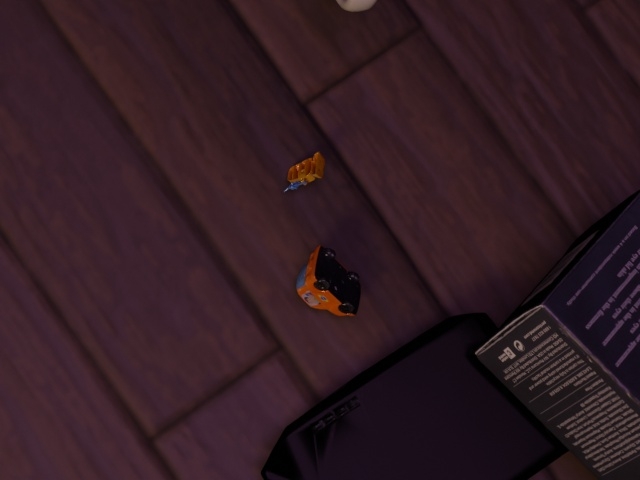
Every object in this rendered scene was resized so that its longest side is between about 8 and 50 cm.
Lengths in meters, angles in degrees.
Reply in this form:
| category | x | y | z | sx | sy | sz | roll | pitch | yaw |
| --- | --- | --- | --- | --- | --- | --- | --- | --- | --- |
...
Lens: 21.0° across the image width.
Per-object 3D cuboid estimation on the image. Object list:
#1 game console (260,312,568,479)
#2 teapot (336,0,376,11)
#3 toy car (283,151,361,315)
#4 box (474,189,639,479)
| category | x | y | z | sx | sy | sz | roll | pitch | yaw |
| --- | --- | --- | --- | --- | --- | --- | --- | --- | --- |
| game console | 0.130 | 0.250 | 1.291 | 0.213 | 0.044 | 0.361 | -33 | 87 | -12 |
| teapot | -0.005 | -0.334 | 1.298 | 0.256 | 0.187 | 0.252 | 35 | 78 | -2 |
| toy car | 0.000 | 0.000 | 1.328 | 0.040 | 0.060 | 0.122 | -20 | 60 | 32 |
| box | 0.248 | 0.093 | 1.278 | 0.207 | 0.108 | 0.153 | 46 | 57 | 1 |
